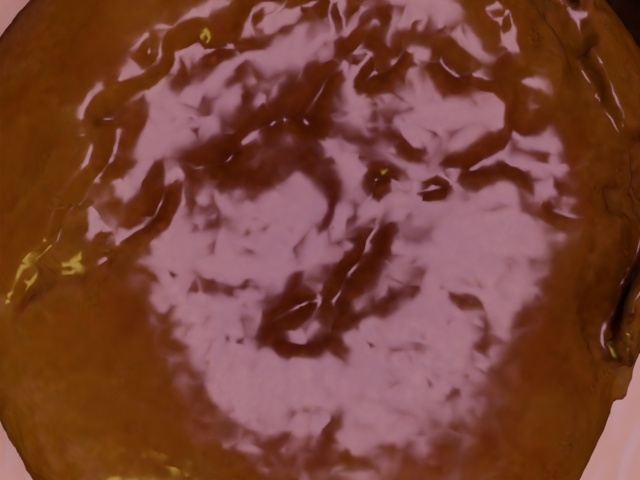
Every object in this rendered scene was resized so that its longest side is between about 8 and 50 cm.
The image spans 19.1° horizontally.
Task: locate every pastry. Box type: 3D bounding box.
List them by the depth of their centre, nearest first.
[{"bbox_3d":[0.000,0.000,0.871,0.356,0.164,0.356,-1,97,-9],"label":"pastry"}]

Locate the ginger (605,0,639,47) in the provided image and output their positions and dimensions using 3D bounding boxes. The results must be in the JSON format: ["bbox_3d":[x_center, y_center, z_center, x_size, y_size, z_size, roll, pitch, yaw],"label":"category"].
[{"bbox_3d":[0.161,-0.140,0.906,0.069,0.190,0.095,15,123,-47],"label":"ginger"}]
